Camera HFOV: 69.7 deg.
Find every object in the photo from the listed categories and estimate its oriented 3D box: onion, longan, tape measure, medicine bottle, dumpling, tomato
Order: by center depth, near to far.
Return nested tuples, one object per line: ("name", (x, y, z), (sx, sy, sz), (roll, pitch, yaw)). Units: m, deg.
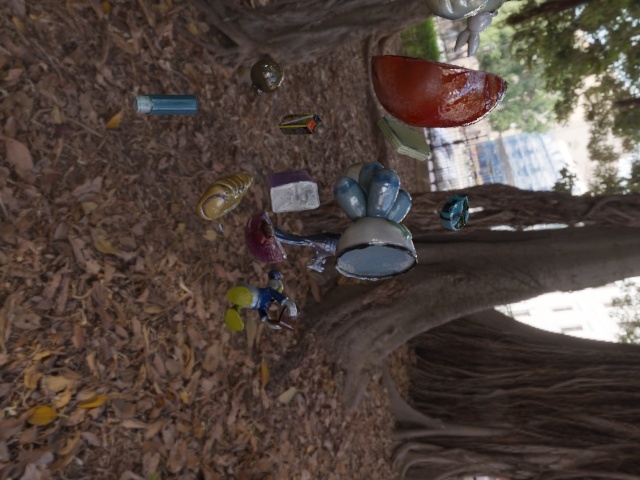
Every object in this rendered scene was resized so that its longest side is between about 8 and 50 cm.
("dumpling", (0.284, -0.524, 0.930), (0.155, 0.180, 0.111), (125, -51, -71))
("tomato", (0.268, -0.338, 1.091), (0.338, 0.337, 0.144), (-44, 145, -68))
("longan", (-0.179, -0.531, 1.498), (0.106, 0.119, 0.106), (36, 9, -7))
("medicine bottle", (-0.600, -0.536, 1.813), (0.258, 0.124, 0.079), (-12, 110, -35))
("tape measure", (0.547, -0.107, 1.861), (0.146, 0.081, 0.125), (-34, 126, -26))
("onion", (-0.283, -0.008, 2.180), (0.267, 0.159, 0.349), (63, -2, 9))

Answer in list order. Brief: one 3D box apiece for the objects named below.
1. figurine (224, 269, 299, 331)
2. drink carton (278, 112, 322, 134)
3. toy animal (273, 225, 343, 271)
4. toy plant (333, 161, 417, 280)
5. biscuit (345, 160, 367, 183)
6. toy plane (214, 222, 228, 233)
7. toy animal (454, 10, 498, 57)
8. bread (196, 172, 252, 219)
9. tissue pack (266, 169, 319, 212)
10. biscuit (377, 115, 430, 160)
("figurine", (-0.193, 0.217, 1.776), (0.283, 0.205, 0.338), (34, 29, -2))
("drink carton", (-0.079, -0.442, 1.741), (0.056, 0.165, 0.071), (46, 65, -41))
("toy animal", (0.009, 0.022, 1.536), (0.206, 0.366, 0.081), (108, -26, -48))
("toy plant", (0.153, -0.077, 1.327), (0.247, 0.246, 0.333), (48, 38, -57))
("biscuit", (0.148, -0.194, 1.531), (0.020, 0.151, 0.152), (-54, 133, -42))
("toy plane", (-0.437, -0.057, 2.015), (0.024, 0.077, 0.084), (-51, 173, -29))
("toy animal", (0.636, -0.873, 1.877), (0.131, 0.103, 0.221), (-42, 160, -31))
("bread", (-0.295, -0.142, 1.421), (0.081, 0.134, 0.225), (38, 23, -1))
("tissue pack", (-0.152, -0.263, 2.408), (0.338, 0.241, 0.160), (-121, -157, -70))
("biscuit", (0.310, -0.354, 1.640), (0.252, 0.052, 0.150), (3, 51, -49))
